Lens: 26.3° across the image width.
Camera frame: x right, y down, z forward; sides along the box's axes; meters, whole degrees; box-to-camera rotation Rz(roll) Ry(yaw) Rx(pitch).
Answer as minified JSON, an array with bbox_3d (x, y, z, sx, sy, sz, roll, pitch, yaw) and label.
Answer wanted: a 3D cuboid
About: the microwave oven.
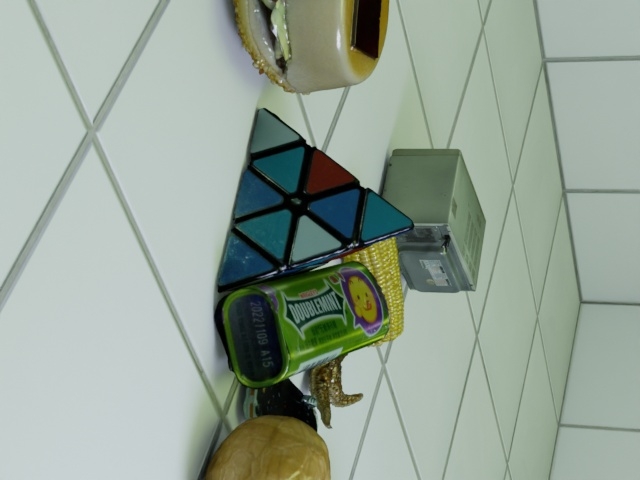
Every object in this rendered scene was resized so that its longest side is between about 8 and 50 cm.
[{"bbox_3d":[0.202,-0.027,2.486,0.240,0.145,0.194,61,38,-54],"label":"microwave oven"}]

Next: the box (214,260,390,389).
[{"bbox_3d":[-0.016,0.110,1.900,0.345,0.097,0.134,-10,77,-64],"label":"box"}]

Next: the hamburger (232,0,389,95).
[{"bbox_3d":[-0.012,-0.342,1.851,0.302,0.170,0.302,5,90,-73],"label":"hamburger"}]

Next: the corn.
[{"bbox_3d":[0.087,0.061,2.255,0.093,0.093,0.244,-62,149,-51],"label":"corn"}]

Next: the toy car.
[{"bbox_3d":[-0.055,0.246,1.929,0.205,0.056,0.095,54,42,-56],"label":"toy car"}]

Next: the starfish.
[{"bbox_3d":[0.018,0.177,2.119,0.277,0.062,0.236,-64,147,-54],"label":"starfish"}]

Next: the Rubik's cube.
[{"bbox_3d":[0.000,0.000,1.930,0.234,0.250,0.284,94,2,-64],"label":"Rubik's cube"}]

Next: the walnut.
[{"bbox_3d":[-0.070,0.318,1.752,0.165,0.165,0.197,62,35,-53],"label":"walnut"}]
